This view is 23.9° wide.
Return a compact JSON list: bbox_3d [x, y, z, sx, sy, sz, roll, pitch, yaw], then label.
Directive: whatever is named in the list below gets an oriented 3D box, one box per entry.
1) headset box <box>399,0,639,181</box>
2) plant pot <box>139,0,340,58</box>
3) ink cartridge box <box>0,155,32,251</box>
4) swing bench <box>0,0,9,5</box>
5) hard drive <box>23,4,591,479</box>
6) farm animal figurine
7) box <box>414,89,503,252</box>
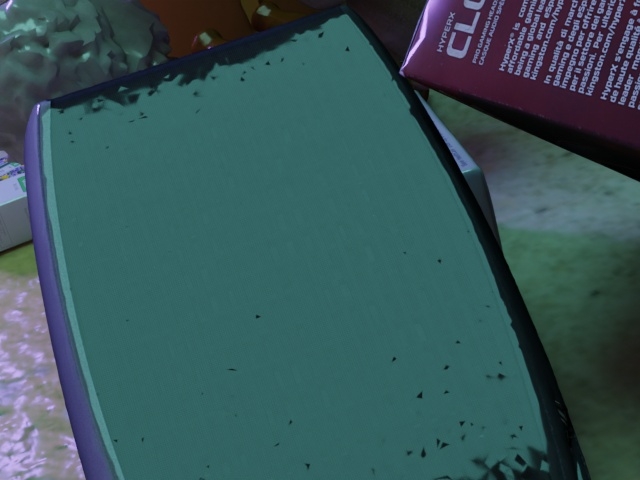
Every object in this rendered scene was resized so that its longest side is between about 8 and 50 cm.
[{"bbox_3d":[0.190,-0.052,0.527,0.218,0.110,0.293,18,5,-41],"label":"headset box"},{"bbox_3d":[-0.104,-0.227,0.977,0.291,0.203,0.291,-11,30,6],"label":"plant pot"},{"bbox_3d":[-0.147,-0.033,0.848,0.115,0.029,0.063,-23,30,-10],"label":"ink cartridge box"},{"bbox_3d":[-0.302,-0.265,1.086,0.165,0.253,0.255,12,40,41],"label":"swing bench"},{"bbox_3d":[-0.012,0.031,0.542,0.172,0.054,0.254,-18,60,-4],"label":"hard drive"},{"bbox_3d":[0.017,-0.170,0.721,0.172,0.330,0.327,37,24,32],"label":"farm animal figurine"},{"bbox_3d":[0.000,0.000,0.666,0.137,0.072,0.126,-17,22,-2],"label":"box"}]
